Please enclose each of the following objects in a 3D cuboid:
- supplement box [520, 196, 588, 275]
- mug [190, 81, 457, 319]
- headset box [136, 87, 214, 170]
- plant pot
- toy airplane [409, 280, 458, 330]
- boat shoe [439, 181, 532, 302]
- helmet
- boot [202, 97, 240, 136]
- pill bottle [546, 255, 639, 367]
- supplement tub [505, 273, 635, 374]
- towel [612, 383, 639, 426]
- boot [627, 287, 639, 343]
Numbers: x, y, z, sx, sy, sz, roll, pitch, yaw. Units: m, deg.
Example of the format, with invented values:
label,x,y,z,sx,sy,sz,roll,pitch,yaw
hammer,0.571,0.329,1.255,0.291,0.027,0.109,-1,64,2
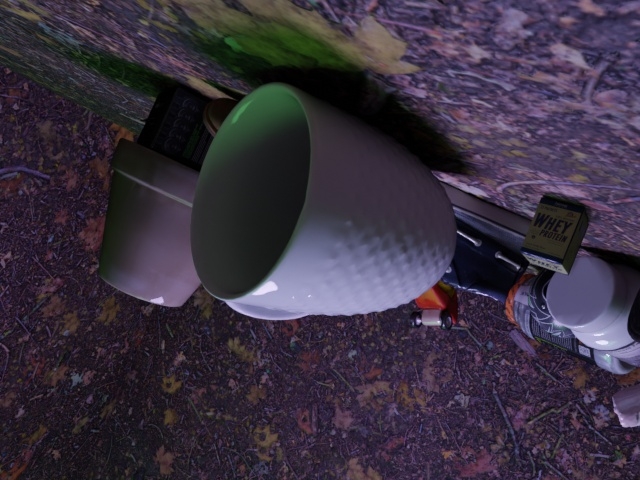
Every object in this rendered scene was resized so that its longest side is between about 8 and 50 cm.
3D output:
label,x,y,z,sx,sy,sz,roll,pitch,yaw
supplement box,0.329,-0.005,0.714,0.056,0.083,0.083,21,177,35
mug,0.000,0.000,0.747,0.328,0.374,0.276,15,-138,-38
headset box,-0.246,-0.210,1.108,0.283,0.131,0.246,25,180,-30
plant pot,-0.324,-0.022,1.094,0.323,0.280,0.323,24,-179,0
toy airplane,0.358,0.087,1.716,0.386,0.272,0.384,31,143,10
boat shoe,0.215,-0.010,0.917,0.340,0.158,0.127,22,179,6
helmet,0.530,0.128,1.096,0.169,0.161,0.169,24,-179,0
boot,-0.049,-0.172,0.868,0.305,0.112,0.115,27,148,-11
pill bottle,0.560,0.136,0.932,0.278,0.162,0.162,23,179,-23
supplement tub,0.663,0.201,1.332,0.193,0.193,0.316,23,179,-37
towel,0.698,0.250,0.909,0.317,0.332,0.053,23,-138,-59
boot,0.585,0.123,0.621,0.284,0.138,0.377,22,174,11
